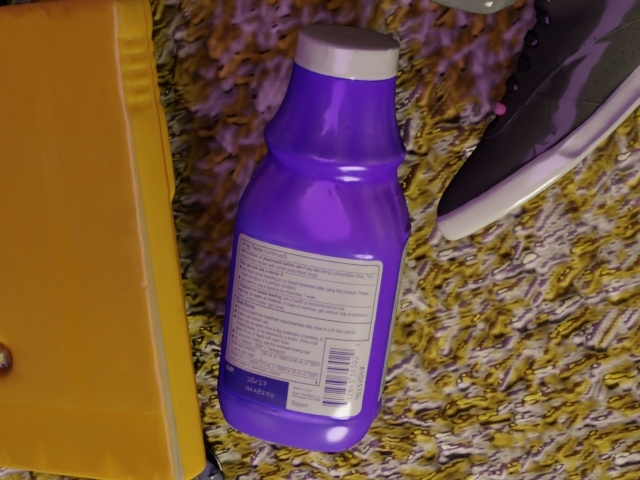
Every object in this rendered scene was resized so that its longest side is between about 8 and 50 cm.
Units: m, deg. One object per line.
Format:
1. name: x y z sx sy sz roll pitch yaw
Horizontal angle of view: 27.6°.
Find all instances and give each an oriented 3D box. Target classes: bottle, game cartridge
1. bottle: 0.000 0.000 0.875 0.118 0.092 0.283 11 111 9
2. game cartridge: -0.220 0.001 0.905 0.285 0.053 0.323 1 101 29

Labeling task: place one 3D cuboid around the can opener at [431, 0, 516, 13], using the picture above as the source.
1. can opener: 0.005 -0.212 0.762 0.280 0.093 0.074 27 125 28

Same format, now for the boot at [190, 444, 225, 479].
1. boot: -0.117 0.152 0.983 0.106 0.082 0.219 0 105 -10

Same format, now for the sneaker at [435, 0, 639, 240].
1. sneaker: 0.144 -0.139 0.789 0.147 0.104 0.296 44 107 -2

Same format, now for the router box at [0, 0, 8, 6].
1. router box: -0.290 -0.216 0.836 0.133 0.179 0.046 5 67 13
